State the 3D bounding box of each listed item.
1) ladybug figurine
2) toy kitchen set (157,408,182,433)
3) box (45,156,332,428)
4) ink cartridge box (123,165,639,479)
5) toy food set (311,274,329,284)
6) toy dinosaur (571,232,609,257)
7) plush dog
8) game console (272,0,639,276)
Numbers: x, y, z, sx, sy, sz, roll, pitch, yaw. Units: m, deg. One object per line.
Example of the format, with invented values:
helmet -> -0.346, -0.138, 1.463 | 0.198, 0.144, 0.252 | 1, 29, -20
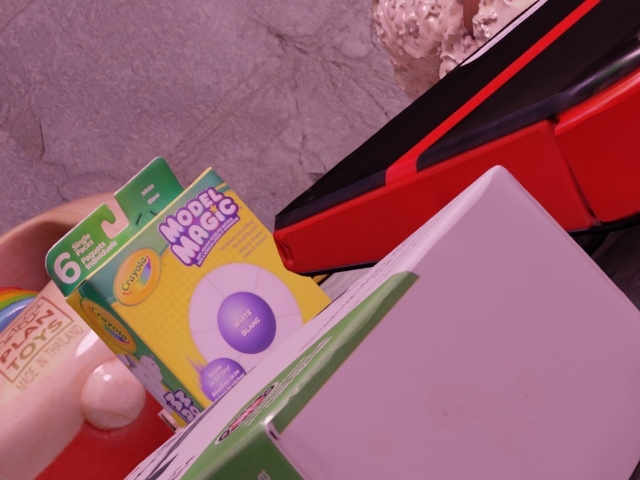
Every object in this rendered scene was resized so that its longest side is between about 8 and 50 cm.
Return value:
ladybug figurine -> -0.196, 0.105, 1.270 | 0.305, 0.162, 0.449 | -45, 17, -12
toy kitchen set -> -0.060, 0.118, 1.051 | 0.083, 0.068, 0.075 | -44, 3, -6
box -> -0.053, 0.043, 0.933 | 0.105, 0.179, 0.043 | -45, 3, -32
ink cartridge box -> -0.012, 0.092, 0.510 | 0.208, 0.087, 0.153 | -42, 2, 39
toy food set -> 0.000, 0.000, 2.087 | 0.218, 0.071, 0.128 | -41, 3, 34
toy dinosaur -> 0.101, -0.008, 0.787 | 0.118, 0.064, 0.268 | -36, 6, 5
plush dog -> 0.144, -0.178, 1.275 | 0.225, 0.210, 0.262 | 11, 78, 51
game console -> 0.179, -0.118, 0.770 | 0.386, 0.060, 0.342 | -40, 8, -23
